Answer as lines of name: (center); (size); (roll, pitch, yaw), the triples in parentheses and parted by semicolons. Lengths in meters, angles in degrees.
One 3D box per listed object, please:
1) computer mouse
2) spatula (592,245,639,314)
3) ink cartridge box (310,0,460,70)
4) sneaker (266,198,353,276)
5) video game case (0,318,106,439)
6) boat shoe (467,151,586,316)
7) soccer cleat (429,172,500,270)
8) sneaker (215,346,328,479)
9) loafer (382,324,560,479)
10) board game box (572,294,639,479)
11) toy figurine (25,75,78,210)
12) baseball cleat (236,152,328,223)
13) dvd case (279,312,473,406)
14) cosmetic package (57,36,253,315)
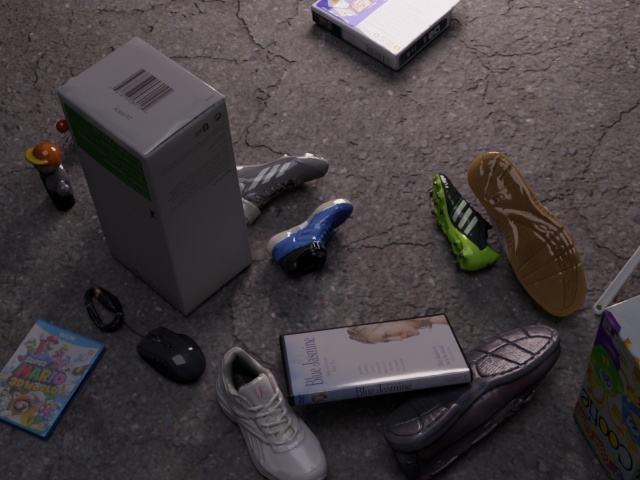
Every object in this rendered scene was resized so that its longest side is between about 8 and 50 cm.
computer mouse: (-0.266, 0.133, 1.714); (0.242, 0.041, 0.071); (31, 61, 24)
spatula: (0.517, 0.045, 1.661); (0.168, 0.019, 0.242); (39, 102, 26)
ink cartridge box: (0.126, -0.424, 2.103); (0.206, 0.045, 0.208); (35, 64, 26)
sneaker: (0.000, 0.001, 1.784); (0.152, 0.058, 0.084); (-30, 51, -13)
video game case: (-0.407, 0.201, 1.687); (0.119, 0.015, 0.166); (19, 56, 17)
boat shoe: (0.321, -0.008, 1.752); (0.098, 0.096, 0.277); (-29, 72, 9)
soccer cleat: (0.224, -0.030, 1.803); (0.072, 0.060, 0.179); (-9, 59, -16)
sneaker: (-0.075, 0.240, 1.576); (0.090, 0.115, 0.232); (-34, 59, -20)
loafer: (0.218, 0.224, 1.604); (0.302, 0.095, 0.109); (-31, 27, -23)
board game box: (0.437, 0.193, 1.482); (0.142, 0.275, 0.144); (-19, 55, -11)
toy figurine: (-0.348, -0.150, 1.862); (0.213, 0.148, 0.209); (14, 55, 12)
baseball cleat: (-0.086, -0.081, 1.857); (0.205, 0.072, 0.109); (-7, 67, 4)
dvd case: (0.072, 0.165, 1.628); (0.253, 0.022, 0.180); (-8, 24, -3)
cosmetic package: (-0.228, -0.086, 1.672); (0.197, 0.365, 0.155); (35, 61, 28)
